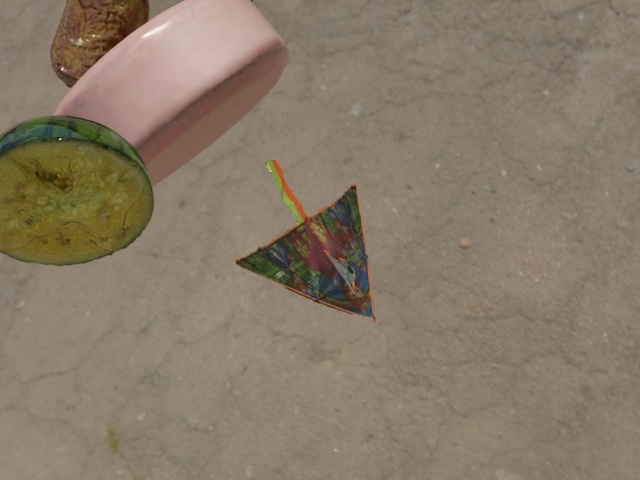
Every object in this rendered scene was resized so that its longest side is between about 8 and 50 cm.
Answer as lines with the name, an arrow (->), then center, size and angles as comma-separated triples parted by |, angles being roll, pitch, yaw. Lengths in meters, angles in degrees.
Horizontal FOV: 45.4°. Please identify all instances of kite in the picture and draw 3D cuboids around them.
kite -> 0.000, 0.000, 0.623 | 0.010, 0.159, 0.190 | -37, 0, 37

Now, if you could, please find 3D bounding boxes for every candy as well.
candy -> -0.139, -0.139, 0.735 | 0.255, 0.094, 0.255 | -39, 4, 3

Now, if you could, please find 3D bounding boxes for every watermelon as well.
watermelon -> -0.153, -0.034, 0.453 | 0.105, 0.105, 0.062 | -32, 48, 14

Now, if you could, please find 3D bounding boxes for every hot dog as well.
hot dog -> -0.256, -0.242, 0.891 | 0.065, 0.099, 0.147 | -130, 57, -73
